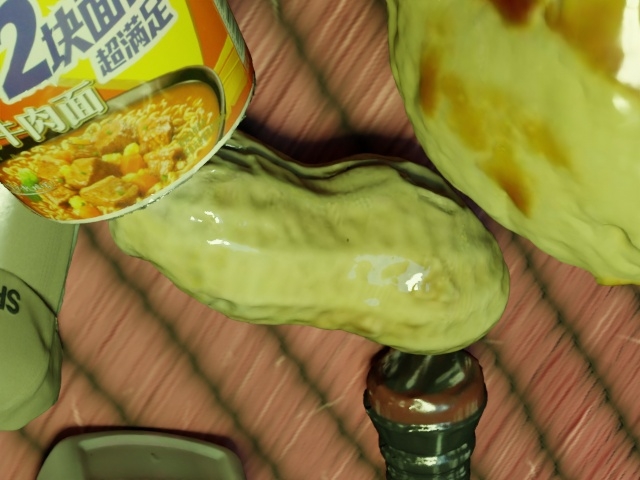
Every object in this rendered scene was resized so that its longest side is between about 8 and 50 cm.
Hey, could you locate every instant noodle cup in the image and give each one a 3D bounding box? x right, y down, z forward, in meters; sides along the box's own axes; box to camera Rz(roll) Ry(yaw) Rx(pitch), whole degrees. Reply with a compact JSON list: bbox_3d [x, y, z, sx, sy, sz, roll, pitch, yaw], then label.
[{"bbox_3d":[-0.143,-0.122,0.762,0.213,0.213,0.174,-33,128,-1],"label":"instant noodle cup"}]

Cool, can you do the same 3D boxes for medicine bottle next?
[{"bbox_3d":[-0.149,0.290,1.007,0.161,0.111,0.296,8,113,-20],"label":"medicine bottle"}]

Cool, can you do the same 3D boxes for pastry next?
[{"bbox_3d":[0.215,-0.165,0.743,0.388,0.388,0.312,-38,147,3],"label":"pastry"}]

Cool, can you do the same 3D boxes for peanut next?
[{"bbox_3d":[0.000,0.000,0.904,0.290,0.130,0.130,11,111,-24],"label":"peanut"}]

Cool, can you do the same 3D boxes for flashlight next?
[{"bbox_3d":[0.085,0.189,1.054,0.093,0.093,0.232,-13,123,-12],"label":"flashlight"}]

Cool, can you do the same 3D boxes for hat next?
[{"bbox_3d":[-0.216,0.028,0.870,0.147,0.085,0.175,12,112,-22],"label":"hat"}]
